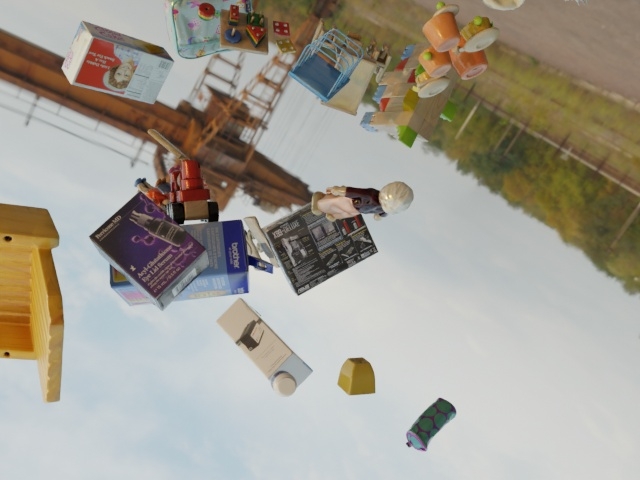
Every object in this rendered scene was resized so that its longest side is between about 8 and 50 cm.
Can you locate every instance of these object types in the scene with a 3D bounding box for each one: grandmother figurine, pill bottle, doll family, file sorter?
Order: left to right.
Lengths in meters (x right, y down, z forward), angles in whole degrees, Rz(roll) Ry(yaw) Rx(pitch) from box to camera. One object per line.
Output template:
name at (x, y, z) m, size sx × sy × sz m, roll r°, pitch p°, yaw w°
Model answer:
doll family at (-0.462, -0.126, 2.107) m, size 0.163 × 0.118 × 0.263 m, roll 39°, pitch -146°, yaw 11°
pill bottle at (-0.103, 0.404, 1.898) m, size 0.067 × 0.067 × 0.120 m, roll 29°, pitch 171°, yaw -7°
file sorter at (0.021, -0.444, 1.688) m, size 0.118 × 0.104 × 0.170 m, roll 37°, pitch -143°, yaw 0°
grandmother figurine at (0.118, -0.113, 1.906) m, size 0.208 × 0.104 × 0.342 m, roll 13°, pitch 170°, yaw -40°

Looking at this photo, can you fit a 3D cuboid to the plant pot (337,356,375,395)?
plant pot at (0.100, 0.361, 1.818) m, size 0.082 × 0.083 × 0.081 m, roll 2°, pitch -170°, yaw -23°

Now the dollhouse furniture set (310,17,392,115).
dollhouse furniture set at (0.074, -0.490, 1.924) m, size 0.212 × 0.161 × 0.242 m, roll 17°, pitch -147°, yaw -13°

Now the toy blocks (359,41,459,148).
toy blocks at (0.274, -0.456, 2.068) m, size 0.191 × 0.381 × 0.261 m, roll 30°, pitch 173°, yaw -32°

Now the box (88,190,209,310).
box at (-0.366, 0.023, 1.457) m, size 0.207 × 0.153 × 0.108 m, roll 40°, pitch 161°, yaw 9°

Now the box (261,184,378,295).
box at (0.000, 0.000, 2.163) m, size 0.242 × 0.307 × 0.076 m, roll 64°, pitch 171°, yaw -18°

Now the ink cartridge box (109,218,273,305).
ink cartridge box at (-0.325, 0.060, 1.758) m, size 0.396 × 0.151 × 0.270 m, roll -8°, pitch 165°, yaw -7°

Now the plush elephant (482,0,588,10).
plush elephant at (0.495, -0.679, 1.558) m, size 0.256 × 0.271 × 0.330 m, roll 10°, pitch 159°, yaw 22°

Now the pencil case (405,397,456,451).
pencil case at (0.280, 0.465, 1.701) m, size 0.152 × 0.064 × 0.070 m, roll -35°, pitch -82°, yaw -36°

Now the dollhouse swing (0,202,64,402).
dollhouse swing at (-0.686, 0.147, 1.410) m, size 0.315 × 0.346 × 0.305 m, roll 7°, pitch -146°, yaw -16°

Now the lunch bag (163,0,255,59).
lunch bag at (-0.345, -0.696, 2.135) m, size 0.279 × 0.224 × 0.108 m, roll -16°, pitch -136°, yaw -19°

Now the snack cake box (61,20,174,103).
snack cake box at (-0.565, -0.494, 1.896) m, size 0.264 × 0.152 × 0.089 m, roll 6°, pitch -143°, yaw -48°

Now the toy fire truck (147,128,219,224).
toy fire truck at (-0.364, -0.166, 1.766) m, size 0.159 × 0.246 × 0.217 m, roll -4°, pitch -176°, yaw -16°

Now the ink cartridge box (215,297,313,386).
ink cartridge box at (-0.196, 0.370, 2.357) m, size 0.307 × 0.129 × 0.223 m, roll 41°, pitch 173°, yaw 31°

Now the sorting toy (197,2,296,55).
sorting toy at (-0.195, -0.577, 1.837) m, size 0.275 × 0.046 × 0.132 m, roll 6°, pitch -118°, yaw -17°

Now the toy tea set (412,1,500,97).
toy tea set at (0.305, -0.471, 1.587) m, size 0.336 × 0.200 × 0.124 m, roll 72°, pitch 176°, yaw -78°

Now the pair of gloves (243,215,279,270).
pair of gloves at (-0.215, 0.009, 2.303) m, size 0.204 × 0.042 × 0.240 m, roll 57°, pitch 153°, yaw -10°
